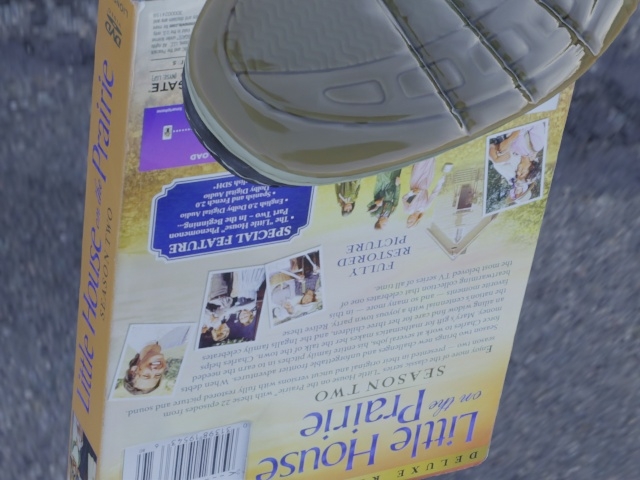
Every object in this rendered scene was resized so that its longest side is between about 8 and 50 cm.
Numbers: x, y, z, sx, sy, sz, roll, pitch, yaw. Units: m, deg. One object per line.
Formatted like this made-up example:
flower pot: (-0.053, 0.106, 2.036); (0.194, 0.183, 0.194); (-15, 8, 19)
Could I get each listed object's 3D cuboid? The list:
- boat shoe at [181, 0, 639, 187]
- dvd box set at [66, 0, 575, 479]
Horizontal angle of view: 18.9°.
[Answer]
boat shoe: (0.046, -0.076, 0.522); (0.080, 0.073, 0.223); (48, 60, 2)
dvd box set: (0.000, 0.000, 1.211); (0.307, 0.420, 0.062); (-10, 40, -24)
